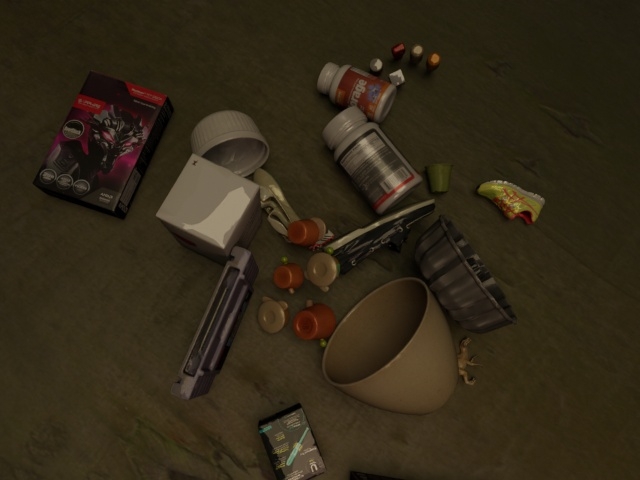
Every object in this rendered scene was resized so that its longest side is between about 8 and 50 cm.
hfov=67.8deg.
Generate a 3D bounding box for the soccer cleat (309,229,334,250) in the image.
[{"bbox_3d":[0.000,0.000,1.349,0.083,0.029,0.035,-29,72,-14],"label":"soccer cleat"}]

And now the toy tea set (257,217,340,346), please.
[{"bbox_3d":[-0.029,0.109,1.259,0.200,0.124,0.335,20,98,26],"label":"toy tea set"}]

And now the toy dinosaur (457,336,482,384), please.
[{"bbox_3d":[0.377,0.355,1.297,0.093,0.053,0.183,31,68,18],"label":"toy dinosaur"}]

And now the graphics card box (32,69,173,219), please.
[{"bbox_3d":[-0.591,-0.267,1.322,0.233,0.094,0.370,20,76,-1],"label":"graphics card box"}]

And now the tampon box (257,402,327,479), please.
[{"bbox_3d":[-0.072,0.508,1.182,0.121,0.101,0.161,-21,80,-9],"label":"tampon box"}]

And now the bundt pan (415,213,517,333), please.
[{"bbox_3d":[0.360,0.099,1.234,0.124,0.331,0.330,-37,81,20],"label":"bundt pan"}]

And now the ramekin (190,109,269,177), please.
[{"bbox_3d":[-0.253,-0.259,1.300,0.207,0.207,0.109,-19,70,-10],"label":"ramekin"}]

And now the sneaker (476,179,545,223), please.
[{"bbox_3d":[0.556,-0.111,1.402,0.209,0.081,0.094,19,78,-1],"label":"sneaker"}]

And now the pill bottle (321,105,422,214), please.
[{"bbox_3d":[0.140,-0.227,1.347,0.161,0.161,0.283,-36,82,-12],"label":"pill bottle"}]

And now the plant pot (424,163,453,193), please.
[{"bbox_3d":[0.350,-0.180,1.405,0.083,0.083,0.079,-3,89,-6],"label":"plant pot"}]

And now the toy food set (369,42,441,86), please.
[{"bbox_3d":[0.245,-0.536,1.481,0.232,0.104,0.111,-23,92,10],"label":"toy food set"}]

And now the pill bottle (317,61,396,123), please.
[{"bbox_3d":[0.104,-0.441,1.408,0.216,0.121,0.121,28,75,12],"label":"pill bottle"}]

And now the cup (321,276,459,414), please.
[{"bbox_3d":[0.203,0.289,1.176,0.237,0.331,0.331,45,76,-15],"label":"cup"}]

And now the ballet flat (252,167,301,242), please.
[{"bbox_3d":[-0.129,-0.093,1.323,0.086,0.086,0.248,-36,82,-12],"label":"ballet flat"}]

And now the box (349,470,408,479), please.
[{"bbox_3d":[0.251,0.700,1.151,0.382,0.143,0.191,11,76,-5],"label":"box"}]

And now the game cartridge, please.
[{"bbox_3d":[-0.242,0.205,1.171,0.068,0.230,0.355,19,76,7],"label":"game cartridge"}]

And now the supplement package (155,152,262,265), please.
[{"bbox_3d":[-0.264,-0.057,1.200,0.178,0.293,0.175,26,75,2],"label":"supplement package"}]

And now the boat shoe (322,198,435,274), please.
[{"bbox_3d":[0.179,-0.008,1.320,0.340,0.127,0.113,-26,94,-12],"label":"boat shoe"}]
